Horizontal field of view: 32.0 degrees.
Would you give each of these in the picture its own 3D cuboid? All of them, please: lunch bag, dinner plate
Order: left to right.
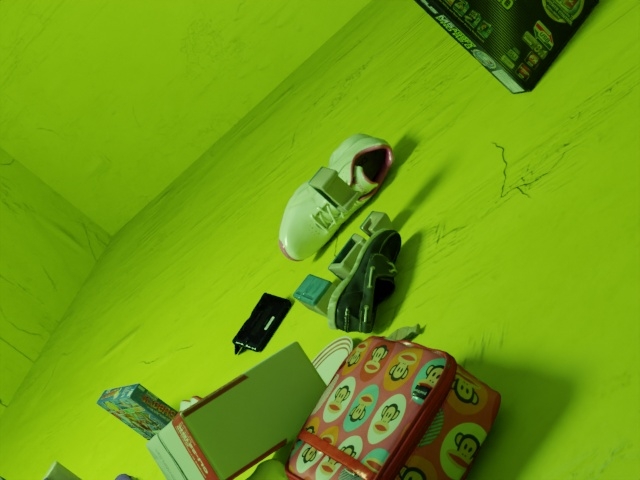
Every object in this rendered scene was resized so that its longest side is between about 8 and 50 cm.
[{"bbox_3d":[0.007,0.211,1.753,0.141,0.017,0.141,-43,17,17],"label":"dinner plate"},{"bbox_3d":[0.071,0.250,1.340,0.258,0.120,0.293,-57,16,-10],"label":"lunch bag"}]

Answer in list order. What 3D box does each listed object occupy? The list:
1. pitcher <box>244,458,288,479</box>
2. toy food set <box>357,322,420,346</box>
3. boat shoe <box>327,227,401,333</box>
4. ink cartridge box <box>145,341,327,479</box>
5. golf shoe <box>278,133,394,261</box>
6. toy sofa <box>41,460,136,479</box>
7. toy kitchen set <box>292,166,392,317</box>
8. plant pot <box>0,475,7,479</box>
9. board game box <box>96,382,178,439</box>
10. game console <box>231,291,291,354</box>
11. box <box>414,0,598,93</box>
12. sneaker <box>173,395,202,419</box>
[{"bbox_3d":[-0.122,0.396,1.525,0.207,0.125,0.178,-43,0,-16],"label":"pitcher"},{"bbox_3d":[0.094,0.166,1.626,0.122,0.019,0.078,-21,32,44],"label":"toy food set"},{"bbox_3d":[0.089,0.066,1.795,0.079,0.084,0.233,7,39,24],"label":"boat shoe"},{"bbox_3d":[-0.118,0.265,1.585,0.197,0.114,0.273,-30,-7,-26],"label":"ink cartridge box"},{"bbox_3d":[0.032,-0.088,2.192,0.306,0.115,0.140,-54,20,-11],"label":"golf shoe"},{"bbox_3d":[-0.402,0.476,1.998,0.177,0.150,0.362,-56,17,-17],"label":"toy sofa"},{"bbox_3d":[0.000,0.000,1.971,0.207,0.166,0.122,-52,17,-8],"label":"toy kitchen set"},{"bbox_3d":[-0.420,0.536,1.666,0.247,0.252,0.247,25,77,38],"label":"plant pot"},{"bbox_3d":[-0.346,0.338,2.184,0.201,0.136,0.035,-20,34,58],"label":"board game box"},{"bbox_3d":[-0.112,0.170,2.164,0.107,0.071,0.122,14,61,39],"label":"game console"},{"bbox_3d":[0.311,-0.417,1.900,0.216,0.270,0.060,-51,15,-8],"label":"box"},{"bbox_3d":[-0.225,0.350,1.974,0.128,0.087,0.221,-64,8,-17],"label":"sneaker"}]
